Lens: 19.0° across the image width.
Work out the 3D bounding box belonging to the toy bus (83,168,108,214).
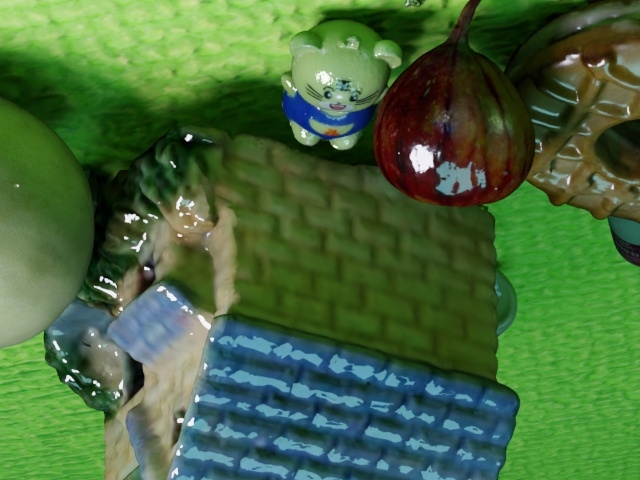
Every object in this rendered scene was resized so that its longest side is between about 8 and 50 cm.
[{"bbox_3d":[-0.244,-0.030,2.060,0.061,0.051,0.153,-5,159,13],"label":"toy bus"}]

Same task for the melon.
[{"bbox_3d":[-0.347,-0.023,1.777,0.308,0.272,0.272,34,138,-31],"label":"melon"}]

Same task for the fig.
[{"bbox_3d":[0.117,-0.110,1.741,0.148,0.149,0.202,-8,130,13],"label":"fig"}]

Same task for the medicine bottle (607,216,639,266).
[{"bbox_3d":[0.364,-0.042,2.145,0.090,0.090,0.217,-11,158,10],"label":"medicine bottle"}]

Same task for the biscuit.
[{"bbox_3d":[0.329,-0.119,1.840,0.332,0.103,0.332,6,150,4],"label":"biscuit"}]

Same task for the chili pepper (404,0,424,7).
[{"bbox_3d":[0.110,-0.229,1.699,0.083,0.022,0.027,-18,155,17],"label":"chili pepper"}]

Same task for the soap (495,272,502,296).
[{"bbox_3d":[0.100,0.037,2.273,0.230,0.091,0.145,-11,161,10],"label":"soap"}]

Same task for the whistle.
[{"bbox_3d":[0.010,-0.140,1.808,0.105,0.085,0.227,6,157,-7],"label":"whistle"}]

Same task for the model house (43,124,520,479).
[{"bbox_3d":[-0.074,0.180,1.914,0.395,0.400,0.445,14,146,-29],"label":"model house"}]

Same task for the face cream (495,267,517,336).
[{"bbox_3d":[0.159,0.117,2.473,0.101,0.101,0.252,2,157,-21],"label":"face cream"}]
